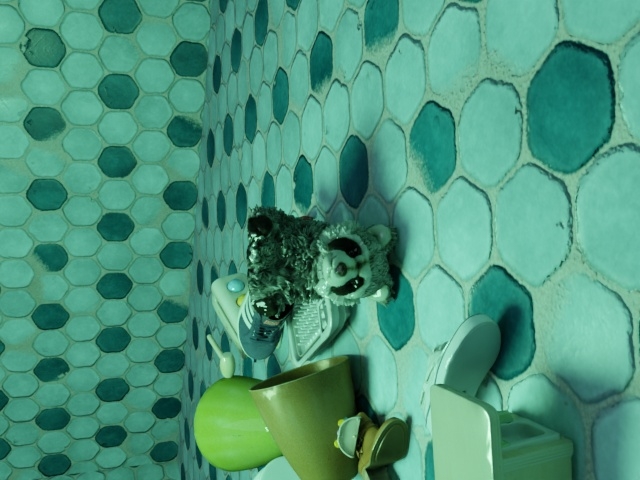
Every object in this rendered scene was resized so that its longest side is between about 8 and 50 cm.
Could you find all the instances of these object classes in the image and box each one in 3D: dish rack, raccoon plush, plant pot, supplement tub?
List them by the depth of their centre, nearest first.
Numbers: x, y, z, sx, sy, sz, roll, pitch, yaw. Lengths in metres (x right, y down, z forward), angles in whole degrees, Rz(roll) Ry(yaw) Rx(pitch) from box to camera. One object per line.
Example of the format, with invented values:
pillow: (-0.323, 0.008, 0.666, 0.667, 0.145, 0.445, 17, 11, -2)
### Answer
raccoon plush: (0.000, 0.000, 1.461, 0.446, 0.298, 0.216, -95, 3, -65)
plant pot: (-0.011, 0.416, 1.514, 0.237, 0.237, 0.255, -29, 78, 67)
dish rack: (-0.015, 0.141, 1.686, 0.333, 0.072, 0.286, 124, 139, -56)
supplement tub: (-0.106, 0.704, 1.781, 0.272, 0.191, 0.191, 111, 150, -45)
plant pot: (-0.164, 0.509, 1.883, 0.293, 0.274, 0.275, -19, 73, 52)

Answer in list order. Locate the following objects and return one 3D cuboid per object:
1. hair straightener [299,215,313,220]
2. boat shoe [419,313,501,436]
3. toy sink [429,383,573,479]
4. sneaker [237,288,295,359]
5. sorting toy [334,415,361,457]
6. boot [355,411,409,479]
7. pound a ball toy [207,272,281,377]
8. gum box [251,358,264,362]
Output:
hair straightener: (-0.068, -0.008, 1.852, 0.230, 0.047, 0.089, 162, 107, -69)
boat shoe: (0.205, 0.205, 1.072, 0.084, 0.095, 0.258, -122, 38, -47)
toy sink: (0.247, 0.312, 0.917, 0.152, 0.131, 0.234, -177, 82, -69)
sneaker: (-0.135, 0.192, 1.728, 0.148, 0.131, 0.350, -113, 29, -55)
sorting toy: (0.058, 0.400, 1.407, 0.075, 0.044, 0.083, 52, -131, -79)
boot: (0.109, 0.398, 1.373, 0.152, 0.072, 0.197, -114, 36, -59)
pound a ball toy: (-0.258, 0.245, 2.079, 0.319, 0.208, 0.136, 51, 145, 44)
gum box: (-0.229, 0.302, 2.302, 0.184, 0.041, 0.157, -139, 51, -62)
